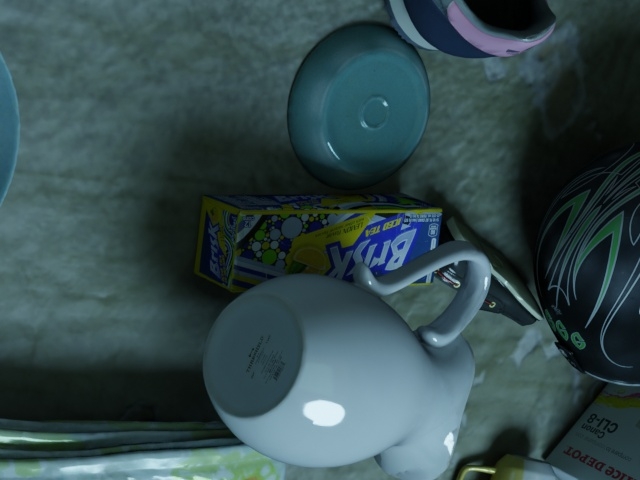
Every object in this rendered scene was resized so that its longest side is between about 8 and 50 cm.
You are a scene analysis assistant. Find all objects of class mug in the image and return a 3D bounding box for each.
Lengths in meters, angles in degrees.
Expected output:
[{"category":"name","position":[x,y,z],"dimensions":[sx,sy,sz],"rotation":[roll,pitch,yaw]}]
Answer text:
[{"category":"mug","position":[0.149,0.198,1.511],"dimensions":[0.078,0.062,0.064],"rotation":[15,88,-42]}]

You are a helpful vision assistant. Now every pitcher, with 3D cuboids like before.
[{"category":"pitcher","position":[0.028,0.069,1.310],"dimensions":[0.207,0.125,0.177],"rotation":[18,95,-51]}]

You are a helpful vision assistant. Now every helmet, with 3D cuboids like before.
[{"category":"helmet","position":[0.241,0.009,1.451],"dimensions":[0.169,0.169,0.161],"rotation":[-25,133,-25]}]

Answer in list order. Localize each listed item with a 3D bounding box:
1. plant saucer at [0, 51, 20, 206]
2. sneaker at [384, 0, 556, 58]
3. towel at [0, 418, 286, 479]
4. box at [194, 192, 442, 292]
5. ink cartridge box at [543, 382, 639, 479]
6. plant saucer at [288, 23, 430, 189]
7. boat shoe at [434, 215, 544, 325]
[{"category":"plant saucer","position":[-0.275,-0.062,1.167],"dimensions":[0.195,0.037,0.195],"rotation":[-10,109,-30]},{"category":"sneaker","position":[0.084,-0.267,1.283],"dimensions":[0.112,0.131,0.319],"rotation":[-32,118,-23]},{"category":"towel","position":[-0.183,0.294,1.292],"dimensions":[0.321,0.090,0.374],"rotation":[4,98,-33]},{"category":"box","position":[0.000,0.000,1.356],"dimensions":[0.169,0.054,0.059],"rotation":[-1,105,-32]},{"category":"ink cartridge box","position":[0.295,0.167,1.554],"dimensions":[0.176,0.128,0.127],"rotation":[-50,124,-12]},{"category":"plant saucer","position":[0.033,-0.091,1.370],"dimensions":[0.119,0.021,0.119],"rotation":[-10,109,-31]},{"category":"boat shoe","position":[0.120,0.029,1.452],"dimensions":[0.042,0.049,0.133],"rotation":[-39,134,15]}]
